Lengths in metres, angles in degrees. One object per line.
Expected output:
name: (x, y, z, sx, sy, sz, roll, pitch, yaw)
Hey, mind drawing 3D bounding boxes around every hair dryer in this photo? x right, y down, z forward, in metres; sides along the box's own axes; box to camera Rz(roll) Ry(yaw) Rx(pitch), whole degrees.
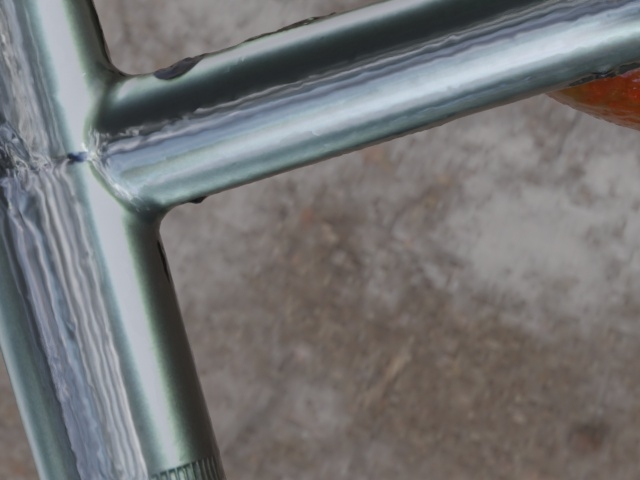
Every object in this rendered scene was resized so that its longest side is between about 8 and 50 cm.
hair dryer: (-0.002, 0.017, 0.625, 0.284, 0.155, 0.320, -6, 93, 29)

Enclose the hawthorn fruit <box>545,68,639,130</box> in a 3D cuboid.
hawthorn fruit: (0.185, -0.201, 1.172, 0.275, 0.275, 0.299, 53, 170, -22)
